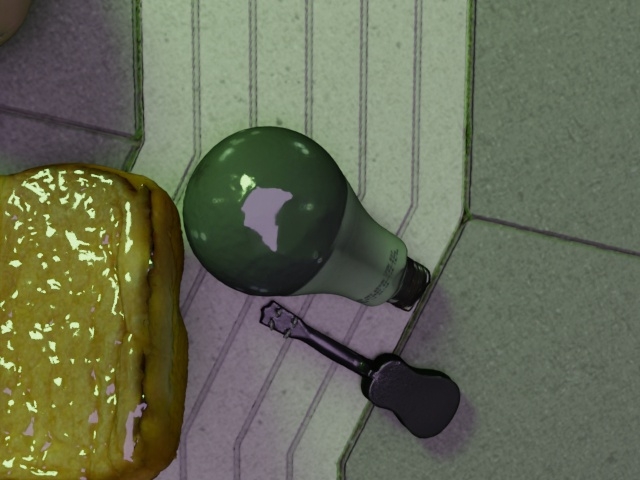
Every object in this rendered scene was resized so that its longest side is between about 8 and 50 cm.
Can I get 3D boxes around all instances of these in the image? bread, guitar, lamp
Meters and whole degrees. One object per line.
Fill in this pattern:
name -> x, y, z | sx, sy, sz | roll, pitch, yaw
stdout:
bread -> -0.302, 0.096, 0.909 | 0.327, 0.148, 0.337 | -6, 74, 6
guitar -> 0.046, 0.149, 1.062 | 0.271, 0.038, 0.084 | 31, 91, -12
lamp -> -0.013, 0.012, 0.972 | 0.182, 0.182, 0.314 | -46, 113, -1

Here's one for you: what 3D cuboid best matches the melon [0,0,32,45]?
melon -> -0.399, -0.325, 0.832 | 0.223, 0.223, 0.317 | -28, 96, -4
